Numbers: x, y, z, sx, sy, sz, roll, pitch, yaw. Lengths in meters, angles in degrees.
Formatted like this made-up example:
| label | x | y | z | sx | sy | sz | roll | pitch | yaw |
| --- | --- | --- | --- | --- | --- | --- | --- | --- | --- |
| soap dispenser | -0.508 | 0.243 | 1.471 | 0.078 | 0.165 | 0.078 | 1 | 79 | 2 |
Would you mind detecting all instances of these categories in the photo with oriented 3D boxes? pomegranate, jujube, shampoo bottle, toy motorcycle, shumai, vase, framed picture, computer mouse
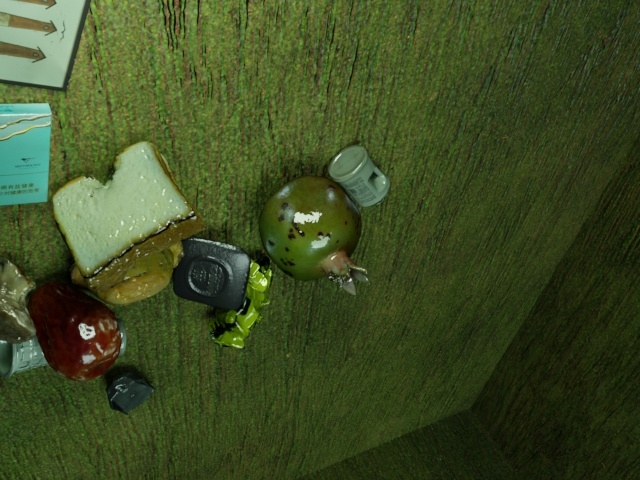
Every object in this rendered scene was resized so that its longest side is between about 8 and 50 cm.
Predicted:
| label | x | y | z | sx | sy | sz | roll | pitch | yaw |
| --- | --- | --- | --- | --- | --- | --- | --- | --- | --- |
| pomegranate | -0.022 | 0.004 | 1.793 | 0.291 | 0.323 | 0.291 | -12 | 161 | -4 |
| jujube | -0.587 | 0.209 | 1.635 | 0.190 | 0.255 | 0.190 | -46 | 163 | -19 |
| shampoo bottle | 0.120 | -0.162 | 1.897 | 0.118 | 0.087 | 0.234 | -38 | 145 | 9 |
| toy motorcycle | -0.233 | 0.192 | 2.009 | 0.206 | 0.142 | 0.342 | -54 | 166 | -46 |
| shumai | -0.715 | 0.136 | 1.567 | 0.161 | 0.209 | 0.153 | 59 | 45 | -51 |
| vase | -0.656 | 0.264 | 1.768 | 0.299 | 0.143 | 0.143 | 1 | 133 | -42 |
| framed picture | -0.566 | -0.375 | 1.167 | 0.324 | 0.013 | 0.244 | 0 | 134 | -37 |
| computer mouse | -0.588 | 0.456 | 2.112 | 0.126 | 0.071 | 0.231 | -43 | 157 | -10 |

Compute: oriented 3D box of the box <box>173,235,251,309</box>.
| label | x | y | z | sx | sy | sz | roll | pitch | yaw |
| --- | --- | --- | --- | --- | --- | --- | --- | --- | --- |
| box | -0.288 | 0.090 | 1.834 | 0.201 | 0.042 | 0.212 | 13 | 122 | -7 |

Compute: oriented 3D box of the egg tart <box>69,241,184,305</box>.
| label | x | y | z | sx | sy | sz | roll | pitch | yaw |
| --- | --- | --- | --- | --- | --- | --- | --- | --- | --- |
| egg tart | -0.458 | 0.072 | 1.677 | 0.288 | 0.118 | 0.288 | -24 | 160 | -9 |

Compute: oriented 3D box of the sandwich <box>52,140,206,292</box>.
| label | x | y | z | sx | sy | sz | roll | pitch | yaw |
| --- | --- | --- | --- | --- | --- | --- | --- | --- | --- |
| sandwich | -0.417 | -0.060 | 1.460 | 0.273 | 0.249 | 0.095 | -32 | 158 | -2 |

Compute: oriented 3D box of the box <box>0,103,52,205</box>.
| label | x | y | z | sx | sy | sz | roll | pitch | yaw |
| --- | --- | --- | --- | --- | --- | --- | --- | --- | --- |
| box | -0.617 | -0.164 | 1.355 | 0.162 | 0.041 | 0.229 | -9 | 139 | -31 |
